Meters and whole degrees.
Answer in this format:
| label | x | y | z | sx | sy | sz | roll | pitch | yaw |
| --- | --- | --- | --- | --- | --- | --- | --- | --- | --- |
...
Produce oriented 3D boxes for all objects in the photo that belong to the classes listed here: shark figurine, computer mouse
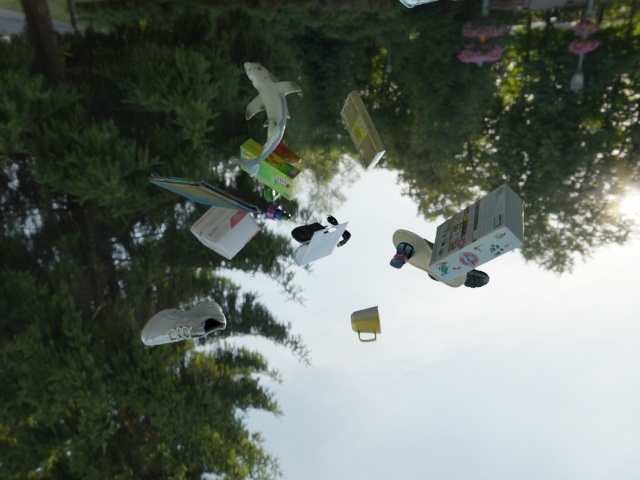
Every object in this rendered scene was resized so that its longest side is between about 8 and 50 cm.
| label | x | y | z | sx | sy | sz | roll | pitch | yaw |
| --- | --- | --- | --- | --- | --- | --- | --- | --- | --- |
| shark figurine | -0.116 | -0.293 | 1.180 | 0.166 | 0.278 | 0.116 | 8 | -174 | 18 |
| computer mouse | 0.006 | -0.010 | 2.067 | 0.262 | 0.060 | 0.184 | -23 | -126 | -37 |

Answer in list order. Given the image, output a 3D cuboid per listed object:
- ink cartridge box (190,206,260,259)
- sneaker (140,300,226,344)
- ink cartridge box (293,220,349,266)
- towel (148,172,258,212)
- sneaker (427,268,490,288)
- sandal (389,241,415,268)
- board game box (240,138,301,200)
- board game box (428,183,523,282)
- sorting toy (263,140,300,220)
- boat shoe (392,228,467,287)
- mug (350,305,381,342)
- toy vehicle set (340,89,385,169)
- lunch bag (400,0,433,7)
| label | x | y | z | sx | sy | sz | roll | pitch | yaw |
| --- | --- | --- | --- | --- | --- | --- | --- | --- | --- |
| ink cartridge box | -0.443 | -0.055 | 2.188 | 0.207 | 0.117 | 0.283 | -47 | -143 | -17 |
| sneaker | -0.470 | 0.295 | 1.647 | 0.297 | 0.111 | 0.129 | -17 | -154 | -29 |
| ink cartridge box | 0.000 | 0.000 | 1.918 | 0.181 | 0.225 | 0.056 | -19 | -121 | -34 |
| towel | -0.435 | -0.177 | 1.758 | 0.370 | 0.040 | 0.271 | 11 | 171 | 44 |
| sneaker | 0.590 | 0.126 | 2.009 | 0.267 | 0.101 | 0.106 | 10 | -141 | 36 |
| sandal | 0.291 | 0.065 | 1.708 | 0.067 | 0.179 | 0.040 | 25 | -122 | 6 |
| board game box | -0.140 | -0.198 | 1.321 | 0.181 | 0.092 | 0.043 | 33 | -122 | 13 |
| board game box | 0.516 | -0.020 | 1.576 | 0.303 | 0.097 | 0.224 | -36 | -160 | 42 |
| sorting toy | -0.144 | -0.224 | 1.889 | 0.126 | 0.366 | 0.127 | 19 | -142 | 17 |
| boat shoe | 0.424 | 0.061 | 1.837 | 0.324 | 0.117 | 0.096 | 35 | -156 | 18 |
| mug | 0.099 | 0.180 | 1.037 | 0.064 | 0.062 | 0.078 | -6 | -166 | 7 |
| toy vehicle set | 0.163 | -0.433 | 1.875 | 0.035 | 0.267 | 0.166 | -22 | 172 | -15 |
| lunch bag | 0.308 | -0.953 | 1.616 | 0.160 | 0.223 | 0.262 | 1 | -171 | 35 |
